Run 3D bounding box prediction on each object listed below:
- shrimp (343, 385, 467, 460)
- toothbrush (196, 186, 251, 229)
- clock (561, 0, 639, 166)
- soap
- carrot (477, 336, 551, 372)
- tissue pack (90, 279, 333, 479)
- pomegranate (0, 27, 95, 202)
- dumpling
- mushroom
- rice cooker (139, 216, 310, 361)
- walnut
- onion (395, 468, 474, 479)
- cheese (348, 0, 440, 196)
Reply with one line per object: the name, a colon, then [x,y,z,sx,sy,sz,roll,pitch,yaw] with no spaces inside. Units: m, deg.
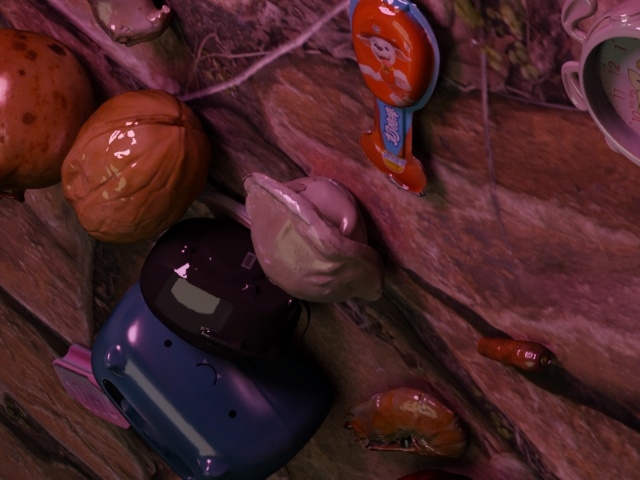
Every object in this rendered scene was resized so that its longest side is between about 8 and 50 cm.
shrimp: [0.094,0.222,1.902,0.115,0.051,0.217,52,149,-10]
toothbrush: [-0.102,-0.038,1.877,0.375,0.037,0.028,29,148,27]
clock: [0.266,-0.119,1.243,0.191,0.062,0.151,31,147,30]
soap: [-0.329,0.224,2.473,0.149,0.056,0.100,18,141,44]
carrot: [0.196,0.114,1.652,0.093,0.032,0.032,11,134,54]
tissue pack: [-0.148,0.176,2.006,0.287,0.206,0.198,49,146,2]
pomegranate: [-0.372,-0.147,1.922,0.215,0.215,0.215,34,148,25]
dumpling: [0.000,0.000,1.704,0.136,0.118,0.199,9,151,48]
mushroom: [-0.236,-0.297,1.687,0.116,0.093,0.225,3,125,26]
rice cooker: [-0.106,0.057,1.870,0.203,0.142,0.118,26,132,0]
walnut: [-0.208,-0.081,1.831,0.159,0.159,0.206,47,135,3]
onion: [0.138,0.446,1.872,0.348,0.285,0.347,29,135,35]
cheese: [0.068,-0.141,1.513,0.106,0.037,0.256,34,147,28]
